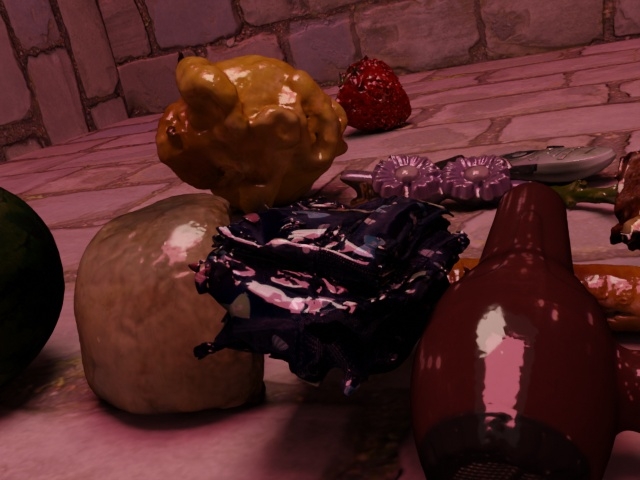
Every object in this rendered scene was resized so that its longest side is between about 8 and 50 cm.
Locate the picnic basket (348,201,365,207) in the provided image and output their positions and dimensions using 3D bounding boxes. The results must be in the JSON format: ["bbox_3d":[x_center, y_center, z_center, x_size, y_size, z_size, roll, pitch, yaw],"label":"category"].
[{"bbox_3d":[0.000,0.000,0.886,0.193,0.055,0.110,-15,18,-15],"label":"picnic basket"}]

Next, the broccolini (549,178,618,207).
[{"bbox_3d":[0.336,-0.048,0.855,0.067,0.058,0.216,19,-7,-30],"label":"broccolini"}]

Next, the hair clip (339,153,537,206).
[{"bbox_3d":[0.168,-0.078,1.002,0.292,0.085,0.106,-1,38,16],"label":"hair clip"}]

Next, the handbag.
[{"bbox_3d":[0.019,0.024,0.527,0.162,0.113,0.260,11,14,20],"label":"handbag"}]

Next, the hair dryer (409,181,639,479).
[{"bbox_3d":[0.241,0.071,0.436,0.340,0.123,0.312,9,34,21],"label":"hair dryer"}]

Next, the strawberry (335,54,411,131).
[{"bbox_3d":[0.131,-0.346,1.682,0.201,0.184,0.187,23,-10,-7],"label":"strawberry"}]

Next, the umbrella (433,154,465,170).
[{"bbox_3d":[0.189,-0.111,1.142,0.133,0.031,0.036,-19,17,-18],"label":"umbrella"}]

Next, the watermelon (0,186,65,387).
[{"bbox_3d":[-0.382,0.048,0.691,0.242,0.242,0.242,-11,18,3],"label":"watermelon"}]

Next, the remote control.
[{"bbox_3d":[0.316,-0.112,1.043,0.097,0.045,0.256,-25,19,-38],"label":"remote control"}]

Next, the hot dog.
[{"bbox_3d":[0.168,0.047,0.633,0.285,0.061,0.088,-1,10,27],"label":"hot dog"}]

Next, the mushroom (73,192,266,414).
[{"bbox_3d":[-0.149,0.044,0.666,0.189,0.164,0.267,-11,18,0],"label":"mushroom"}]

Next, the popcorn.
[{"bbox_3d":[-0.112,-0.153,1.134,0.315,0.281,0.297,1,-30,-25],"label":"popcorn"}]

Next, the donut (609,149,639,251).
[{"bbox_3d":[0.343,-0.019,0.588,0.144,0.126,0.186,-57,20,-20],"label":"donut"}]
